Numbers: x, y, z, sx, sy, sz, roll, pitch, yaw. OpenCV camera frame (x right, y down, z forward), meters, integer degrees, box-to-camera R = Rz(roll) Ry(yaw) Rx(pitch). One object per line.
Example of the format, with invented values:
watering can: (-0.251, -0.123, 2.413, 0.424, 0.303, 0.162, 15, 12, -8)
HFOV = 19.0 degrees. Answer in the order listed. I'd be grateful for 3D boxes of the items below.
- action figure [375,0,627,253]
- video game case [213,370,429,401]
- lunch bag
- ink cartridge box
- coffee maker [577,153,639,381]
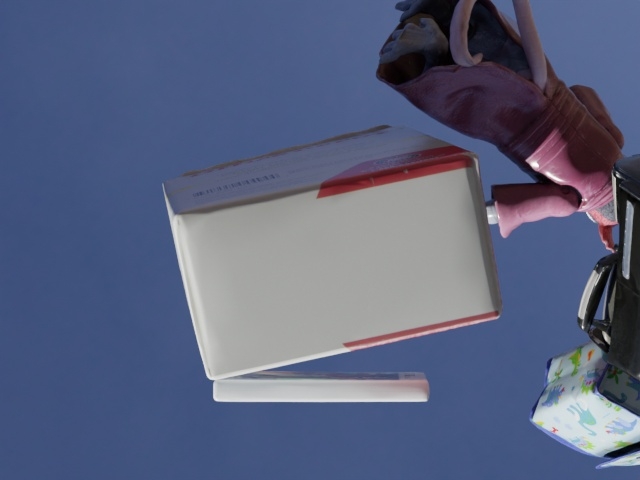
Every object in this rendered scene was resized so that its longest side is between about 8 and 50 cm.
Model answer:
action figure: (0.237, -0.139, 2.038, 0.370, 0.276, 0.248, 42, -118, -14)
video game case: (0.004, 0.141, 1.859, 0.183, 0.201, 0.023, 41, -131, -87)
lunch bag: (0.297, 0.164, 1.821, 0.151, 0.129, 0.096, 29, -117, -15)
ink cartridge box: (0.000, 0.000, 1.869, 0.384, 0.279, 0.160, -127, 25, -81)
coffee maker: (0.317, 0.030, 1.652, 0.171, 0.178, 0.120, 24, -146, 38)
